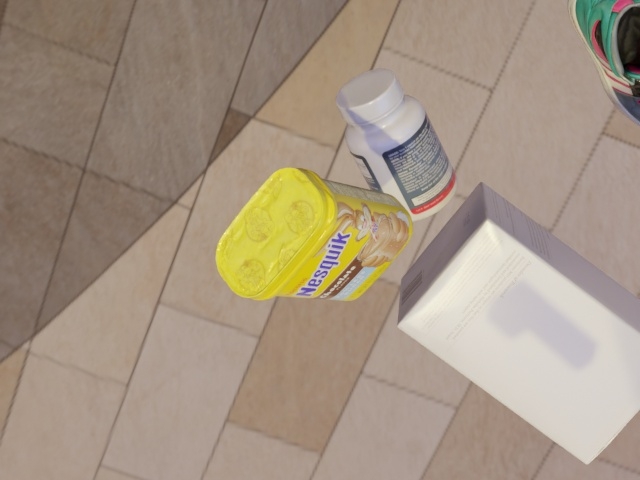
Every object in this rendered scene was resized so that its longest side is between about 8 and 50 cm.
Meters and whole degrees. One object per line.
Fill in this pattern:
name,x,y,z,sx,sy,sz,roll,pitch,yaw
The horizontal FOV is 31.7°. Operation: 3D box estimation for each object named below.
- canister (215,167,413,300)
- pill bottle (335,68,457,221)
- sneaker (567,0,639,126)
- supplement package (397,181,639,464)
canister,0.000,0.000,1.055,0.126,0.170,0.073,-50,62,20
pill bottle,0.093,-0.121,1.422,0.108,0.108,0.180,-22,124,13
sneaker,0.490,-0.254,1.664,0.124,0.178,0.295,-39,113,6
supplement package,0.262,0.098,1.393,0.293,0.177,0.175,36,107,-5
